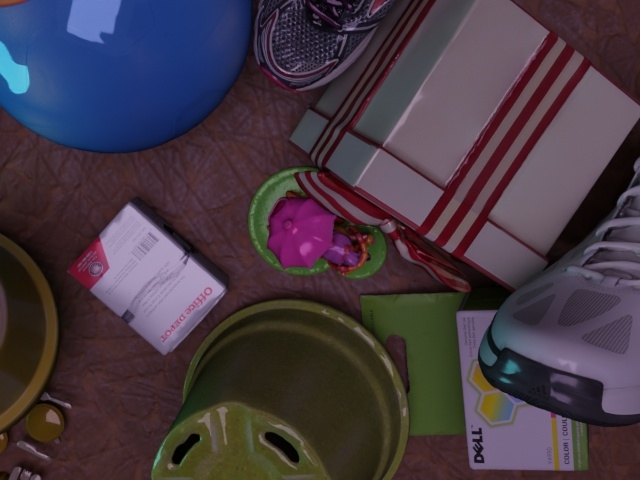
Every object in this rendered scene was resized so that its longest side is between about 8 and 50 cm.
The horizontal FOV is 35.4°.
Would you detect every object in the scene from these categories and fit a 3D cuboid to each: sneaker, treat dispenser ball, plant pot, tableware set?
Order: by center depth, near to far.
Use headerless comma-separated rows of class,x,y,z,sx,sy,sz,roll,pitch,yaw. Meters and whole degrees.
sneaker,0.286,-0.018,0.912,0.169,0.447,0.257,21,114,27
sneaker,0.037,-0.277,0.974,0.121,0.112,0.299,36,98,-7
treat dispenser ball,-0.211,-0.230,1.003,0.288,0.288,0.288,0,99,-1
plant pot,-0.401,0.091,1.037,0.254,0.239,0.254,2,80,-12
plant pot,-0.054,0.222,1.069,0.276,0.254,0.276,2,99,10
tableware set,-0.368,0.237,1.209,0.104,0.024,0.154,25,99,-1

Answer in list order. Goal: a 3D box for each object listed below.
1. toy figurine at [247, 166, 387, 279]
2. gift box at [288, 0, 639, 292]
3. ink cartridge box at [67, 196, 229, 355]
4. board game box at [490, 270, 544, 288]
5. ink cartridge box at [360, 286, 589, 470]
toy figurine,0.000,0.000,1.107,0.173,0.159,0.130,29,97,-6
gift box,0.135,-0.103,1.055,0.255,0.276,0.258,32,93,-19
ink cartridge box,-0.195,0.041,1.159,0.150,0.063,0.109,42,96,-7
board game box,0.299,0.101,1.184,0.170,0.048,0.141,-15,98,2
ink cartridge box,0.168,0.156,1.135,0.255,0.097,0.188,-3,102,16
